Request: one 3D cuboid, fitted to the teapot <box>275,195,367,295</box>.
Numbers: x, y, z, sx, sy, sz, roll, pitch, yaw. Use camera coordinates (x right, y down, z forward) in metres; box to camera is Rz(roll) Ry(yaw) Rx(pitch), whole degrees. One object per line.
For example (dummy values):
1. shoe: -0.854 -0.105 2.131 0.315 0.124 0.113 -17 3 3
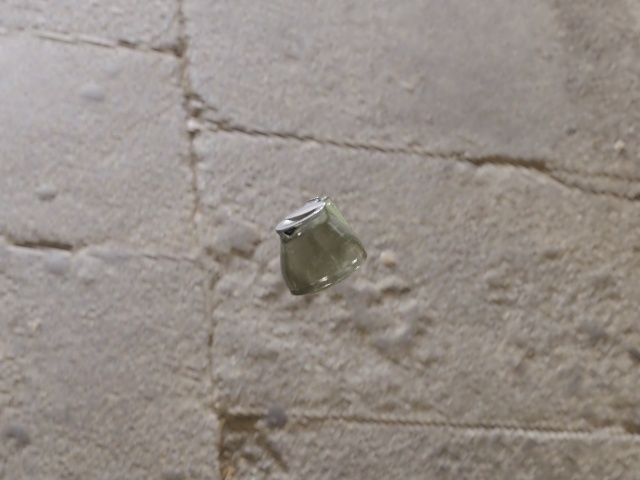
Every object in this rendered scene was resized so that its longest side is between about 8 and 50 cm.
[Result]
1. teapot: 0.000 0.000 1.003 0.057 0.066 0.088 64 31 -13
